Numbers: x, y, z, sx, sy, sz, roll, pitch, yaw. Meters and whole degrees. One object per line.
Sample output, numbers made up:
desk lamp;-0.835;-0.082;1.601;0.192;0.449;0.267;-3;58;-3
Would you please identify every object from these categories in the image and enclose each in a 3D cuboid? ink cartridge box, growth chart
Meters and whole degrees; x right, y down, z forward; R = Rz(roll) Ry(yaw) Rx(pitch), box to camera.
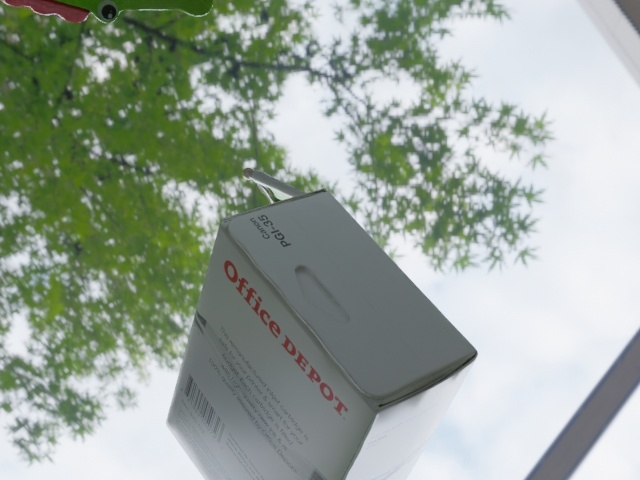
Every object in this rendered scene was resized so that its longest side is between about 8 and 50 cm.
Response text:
ink cartridge box;-0.013;0.130;0.821;0.117;0.283;0.207;-20;-124;-36
growth chart;0.000;0.000;1.251;0.021;0.237;0.172;-47;-147;-16

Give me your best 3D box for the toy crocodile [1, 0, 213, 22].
toy crocodile;-0.226;-0.197;0.605;0.115;0.341;0.105;32;-74;50
